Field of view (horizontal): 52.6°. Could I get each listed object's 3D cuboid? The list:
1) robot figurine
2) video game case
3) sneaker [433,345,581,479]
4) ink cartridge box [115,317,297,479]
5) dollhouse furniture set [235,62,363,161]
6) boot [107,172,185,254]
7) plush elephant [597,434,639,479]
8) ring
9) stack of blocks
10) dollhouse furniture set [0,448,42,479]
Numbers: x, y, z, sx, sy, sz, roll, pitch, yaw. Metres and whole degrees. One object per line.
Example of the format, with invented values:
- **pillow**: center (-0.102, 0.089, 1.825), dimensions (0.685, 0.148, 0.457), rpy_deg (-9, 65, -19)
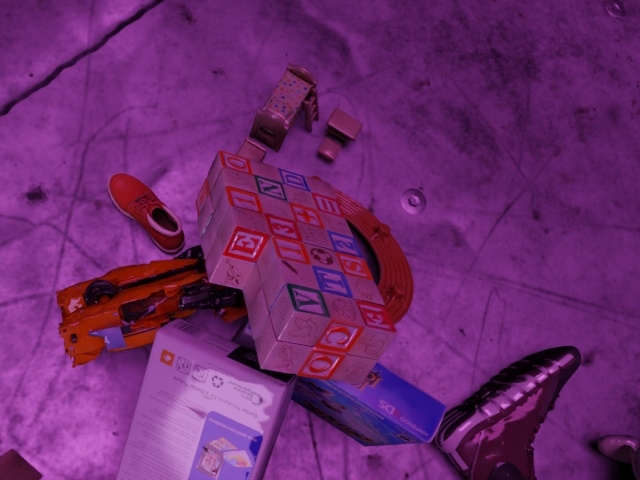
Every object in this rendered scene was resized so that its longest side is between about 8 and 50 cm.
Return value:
- **robot figurine**: center (-0.217, 0.079, 0.920), dimensions (0.291, 0.211, 0.085), rpy_deg (-14, 112, -18)
- **video game case**: center (0.003, 0.192, 0.898), dimensions (0.270, 0.244, 0.061), rpy_deg (33, 68, -3)
- **sneaker**: center (0.327, 0.298, 1.037), dimensions (0.281, 0.106, 0.162), rpy_deg (-31, 88, -10)
- **ink cartridge box**: center (-0.166, 0.300, 0.830), dimensions (0.176, 0.069, 0.370), rpy_deg (22, 103, 12)
- **dollhouse furniture set**: center (-0.033, -0.169, 1.075), dimensions (0.161, 0.101, 0.181), rpy_deg (30, 69, -4)
- **boot**: center (-0.266, -0.054, 0.990), dimensions (0.158, 0.084, 0.059), rpy_deg (44, 70, 3)
- **plush elephant**: center (0.562, 0.415, 0.974), dimensions (0.255, 0.272, 0.330), rpy_deg (58, 40, -7)
- **ring**: center (0.000, 0.000, 0.975), dimensions (0.337, 0.032, 0.336), rpy_deg (21, 37, -17)
- **stack of blocks**: center (-0.043, 0.022, 0.780), dimensions (0.171, 0.087, 0.297), rpy_deg (14, 32, -27)
- **dollhouse furniture set**: center (-0.490, 0.338, 0.842), dimensions (0.144, 0.123, 0.151), rpy_deg (41, 103, 1)
